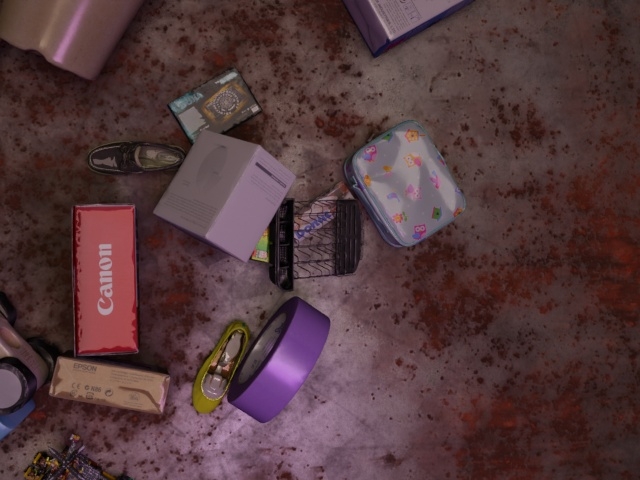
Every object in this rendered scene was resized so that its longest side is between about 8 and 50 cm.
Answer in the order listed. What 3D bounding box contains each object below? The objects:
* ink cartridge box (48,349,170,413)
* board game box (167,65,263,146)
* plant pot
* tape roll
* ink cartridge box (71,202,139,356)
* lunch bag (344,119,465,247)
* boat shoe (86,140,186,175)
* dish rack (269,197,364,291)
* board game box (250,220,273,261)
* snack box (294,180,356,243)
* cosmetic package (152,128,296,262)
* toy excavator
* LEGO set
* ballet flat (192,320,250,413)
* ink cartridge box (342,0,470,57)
[{"bbox_3d":[-0.447,0.302,1.666,0.234,0.193,0.088,12,84,-13],"label":"ink cartridge box"},{"bbox_3d":[-0.246,-0.310,1.812,0.186,0.026,0.126,-32,95,-11],"label":"board game box"},{"bbox_3d":[-0.522,-0.520,1.631,0.334,0.334,0.305,25,95,-11],"label":"plant pot"},{"bbox_3d":[-0.092,0.259,1.705,0.090,0.275,0.275,35,82,-11],"label":"tape roll"},{"bbox_3d":[-0.448,0.081,1.632,0.130,0.272,0.309,-2,89,-12],"label":"ink cartridge box"},{"bbox_3d":[0.194,-0.135,1.864,0.224,0.108,0.279,-33,95,-9],"label":"lunch bag"},{"bbox_3d":[-0.413,-0.190,1.748,0.223,0.073,0.080,-2,89,-13],"label":"boat shoe"},{"bbox_3d":[0.000,0.000,1.790,0.271,0.074,0.208,-4,100,-34],"label":"dish rack"},{"bbox_3d":[-0.129,-0.042,1.797,0.043,0.092,0.181,12,86,-12],"label":"board game box"},{"bbox_3d":[-0.003,-0.068,1.862,0.178,0.022,0.064,-35,98,-11],"label":"snack box"},{"bbox_3d":[-0.212,-0.100,1.699,0.138,0.224,0.225,38,79,-43],"label":"cosmetic package"},{"bbox_3d":[-0.748,0.387,1.615,0.445,0.222,0.433,-39,97,3],"label":"toy excavator"},{"bbox_3d":[-0.500,0.592,1.647,0.331,0.192,0.255,43,80,-8],"label":"LEGO set"},{"bbox_3d":[-0.228,0.291,1.774,0.077,0.077,0.231,27,83,-11],"label":"ballet flat"},{"bbox_3d":[0.244,-0.662,1.867,0.395,0.151,0.270,-31,96,-10],"label":"ink cartridge box"}]
